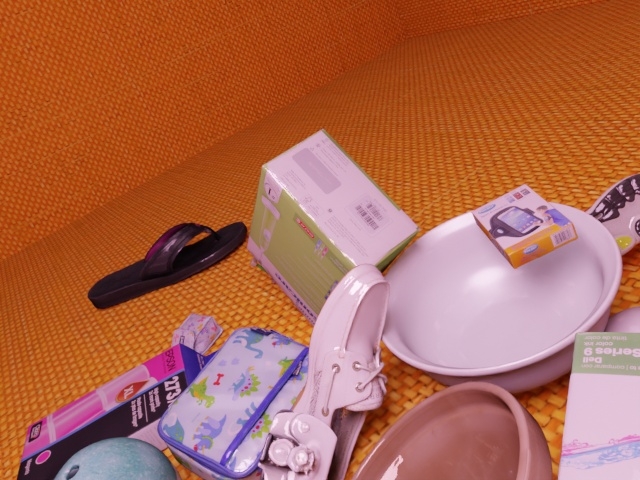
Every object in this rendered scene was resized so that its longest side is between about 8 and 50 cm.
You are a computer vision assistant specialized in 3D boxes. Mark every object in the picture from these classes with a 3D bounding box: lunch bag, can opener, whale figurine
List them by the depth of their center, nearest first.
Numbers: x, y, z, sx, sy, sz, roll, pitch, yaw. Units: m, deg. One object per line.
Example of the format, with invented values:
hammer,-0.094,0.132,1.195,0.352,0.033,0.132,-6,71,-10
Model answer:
can opener,-0.052,0.308,0.495,0.074,0.093,0.280,18,57,3
whale figurine,-0.303,0.353,0.598,0.272,0.141,0.216,-34,29,-20
lunch bag,-0.096,0.229,0.701,0.176,0.090,0.219,17,45,31
lunch bag,-0.243,0.185,0.967,0.071,0.053,0.083,1,44,42

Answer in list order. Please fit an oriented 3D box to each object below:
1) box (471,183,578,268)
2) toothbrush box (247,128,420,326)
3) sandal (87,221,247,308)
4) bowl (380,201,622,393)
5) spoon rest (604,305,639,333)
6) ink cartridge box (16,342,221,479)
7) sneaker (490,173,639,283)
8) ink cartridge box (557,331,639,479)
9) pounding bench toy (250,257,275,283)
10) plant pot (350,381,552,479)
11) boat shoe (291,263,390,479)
box,0.252,-0.025,0.640,0.081,0.028,0.136,-28,30,8
toothbrush box,0.000,0.000,0.796,0.122,0.206,0.283,-36,-13,-26
sandal,-0.406,0.043,1.299,0.446,0.106,0.167,-24,26,-2
bowl,0.230,0.091,0.647,0.298,0.134,0.297,-25,28,14
spoon rest,0.403,0.140,0.494,0.138,0.084,0.276,0,16,-13
ink cartridge box,-0.299,0.282,0.823,0.371,0.069,0.176,-27,26,-12
sneaker,0.387,0.013,0.747,0.279,0.107,0.118,-32,-18,15
ink cartridge box,0.253,0.202,0.397,0.093,0.154,0.212,-7,37,36
pounding bench toy,-0.101,0.057,1.075,0.084,0.065,0.052,-17,28,12
plant pot,0.119,0.251,0.437,0.237,0.110,0.237,-47,5,6
boat shoe,0.039,0.167,0.596,0.098,0.276,0.096,4,17,-45
